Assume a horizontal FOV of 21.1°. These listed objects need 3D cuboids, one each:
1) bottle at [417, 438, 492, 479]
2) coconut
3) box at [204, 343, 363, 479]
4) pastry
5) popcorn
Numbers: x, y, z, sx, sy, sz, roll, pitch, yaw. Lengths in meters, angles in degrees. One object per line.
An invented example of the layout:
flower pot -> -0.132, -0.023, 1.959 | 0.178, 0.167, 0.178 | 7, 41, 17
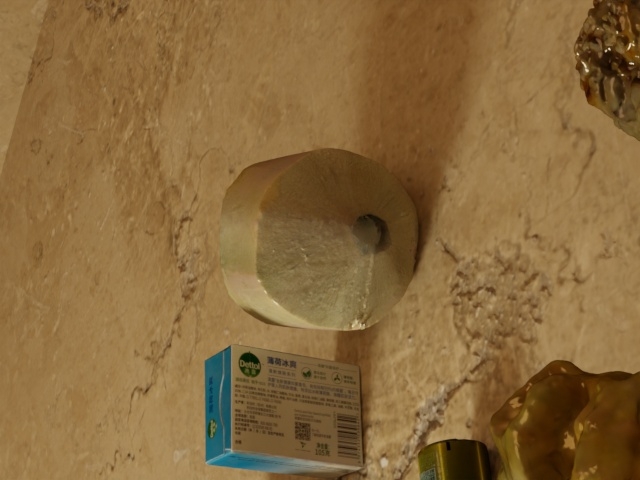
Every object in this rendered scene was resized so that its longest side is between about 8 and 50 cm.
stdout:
bottle -> 0.161, 0.363, 1.872 | 0.082, 0.082, 0.286 | -39, 48, 47
coconut -> 0.000, 0.000, 2.125 | 0.244, 0.239, 0.239 | -3, 78, 64
box -> -0.046, 0.218, 2.156 | 0.073, 0.194, 0.139 | -32, 53, 51
pastry -> 0.361, -0.207, 1.662 | 0.255, 0.162, 0.311 | -64, 35, 19
popcorn -> 0.286, 0.255, 1.572 | 0.316, 0.281, 0.297 | 57, 173, 15
